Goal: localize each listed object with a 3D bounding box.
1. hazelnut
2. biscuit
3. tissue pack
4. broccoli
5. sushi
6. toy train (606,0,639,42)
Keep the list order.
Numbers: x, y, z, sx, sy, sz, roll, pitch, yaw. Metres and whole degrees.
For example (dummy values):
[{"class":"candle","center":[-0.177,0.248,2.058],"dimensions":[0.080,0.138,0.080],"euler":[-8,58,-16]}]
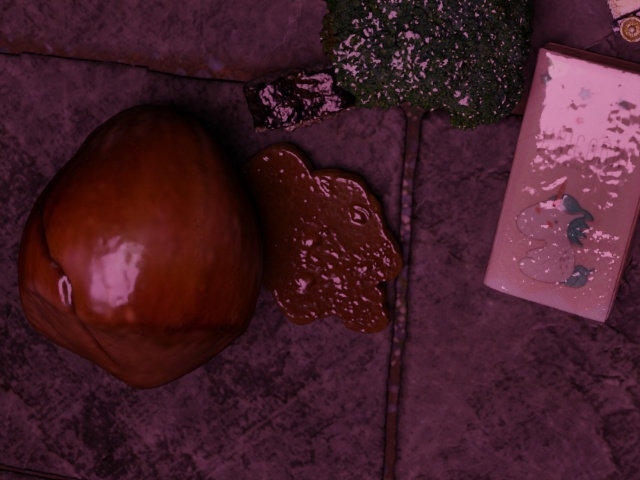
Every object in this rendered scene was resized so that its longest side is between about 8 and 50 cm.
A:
[{"class":"hazelnut","center":[-0.230,0.004,2.028],"dimensions":[0.315,0.372,0.372],"euler":[12,121,-34]},{"class":"biscuit","center":[0.000,0.000,2.105],"dimensions":[0.208,0.041,0.290],"euler":[-32,98,26]},{"class":"tissue pack","center":[0.320,-0.071,1.967],"dimensions":[0.170,0.071,0.325],"euler":[16,112,13]},{"class":"broccoli","center":[0.115,-0.265,1.874],"dimensions":[0.275,0.308,0.308],"euler":[-20,104,47]},{"class":"sushi","center":[-0.020,-0.185,2.019],"dimensions":[0.150,0.090,0.078],"euler":[-13,102,22]},{"class":"toy train","center":[0.430,-0.301,1.859],"dimensions":[0.202,0.060,0.081],"euler":[-23,94,23]}]
